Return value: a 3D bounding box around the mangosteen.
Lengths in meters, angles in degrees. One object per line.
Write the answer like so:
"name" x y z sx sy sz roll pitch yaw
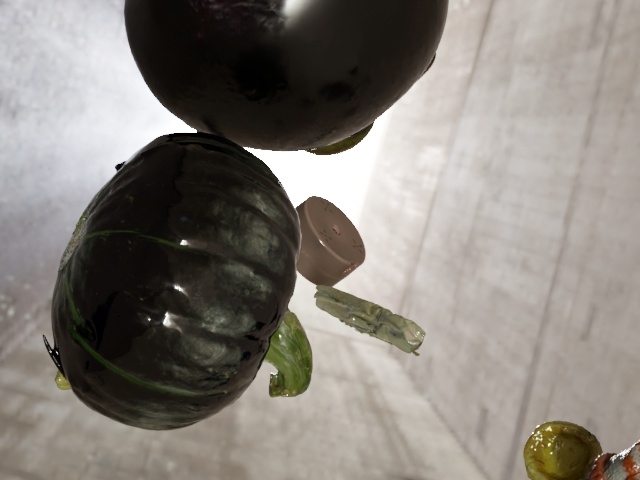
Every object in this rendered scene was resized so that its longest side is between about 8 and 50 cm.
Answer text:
"mangosteen" -0.025 -0.259 1.588 0.435 0.382 0.382 58 38 -51

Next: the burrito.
"burrito" 0.065 0.104 1.790 0.045 0.185 0.041 -57 140 -16

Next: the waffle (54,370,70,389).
"waffle" -0.265 0.102 1.811 0.261 0.056 0.250 -52 175 3

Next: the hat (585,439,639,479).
"hat" 0.390 0.262 1.551 0.162 0.093 0.112 -47 164 32

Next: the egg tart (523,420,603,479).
"egg tart" 0.322 0.289 1.768 0.039 0.105 0.105 53 49 -69

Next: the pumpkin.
"pumpkin" -0.113 0.049 1.285 0.296 0.296 0.295 -166 -90 -87

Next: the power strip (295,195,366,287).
"power strip" 0.000 0.000 2.269 0.078 0.154 0.154 -40 -159 26
